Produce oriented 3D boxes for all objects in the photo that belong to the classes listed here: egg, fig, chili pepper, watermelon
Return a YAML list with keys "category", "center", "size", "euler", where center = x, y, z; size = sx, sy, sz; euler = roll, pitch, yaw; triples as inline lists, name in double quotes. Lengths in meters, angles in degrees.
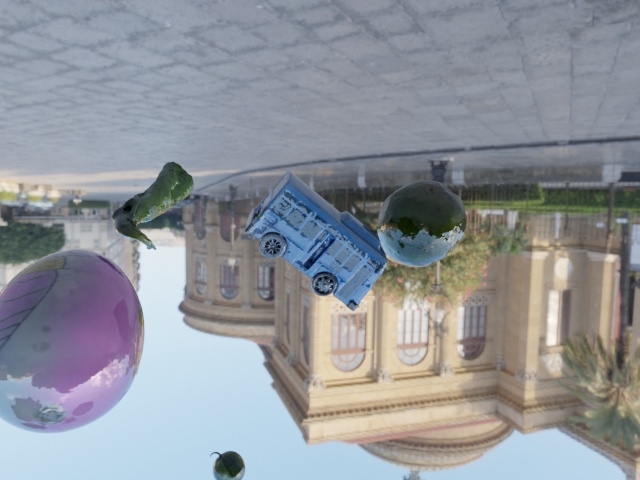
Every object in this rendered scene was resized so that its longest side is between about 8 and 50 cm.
- category: "egg"
  center: [-0.333, 0.116, 0.636]
  size: [0.196, 0.196, 0.271]
  euler: [-1, -133, -22]
- category: "fig"
  center: [0.214, -0.020, 1.079]
  size: [0.196, 0.195, 0.244]
  euler: [0, 143, -16]
- category: "chili pepper"
  center: [-0.320, -0.070, 0.935]
  size: [0.076, 0.085, 0.359]
  euler: [-31, -158, 13]
- category: "watermelon"
  center: [-0.270, 0.668, 1.419]
  size: [0.109, 0.108, 0.109]
  euler: [1, -175, 0]

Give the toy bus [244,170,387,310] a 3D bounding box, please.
- category: "toy bus"
  center: [0.000, 0.000, 0.819]
  size: [0.234, 0.133, 0.116]
  euler: [38, -168, -15]
